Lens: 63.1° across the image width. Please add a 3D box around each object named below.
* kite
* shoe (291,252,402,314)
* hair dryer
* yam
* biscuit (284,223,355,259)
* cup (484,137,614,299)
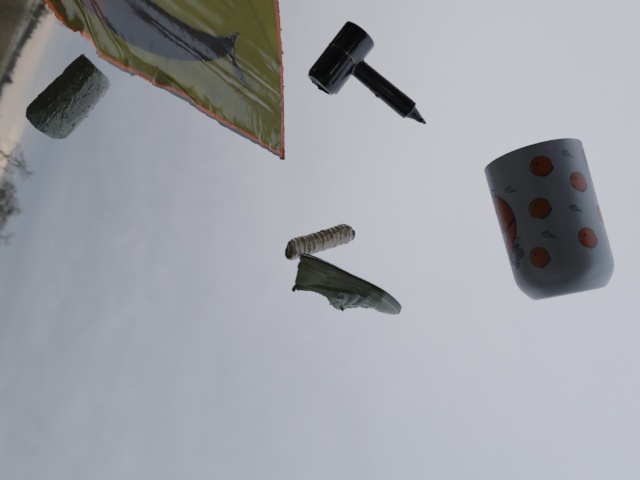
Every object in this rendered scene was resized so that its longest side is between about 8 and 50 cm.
[{"bbox_3d":[-0.100,-0.231,0.353,0.013,0.377,0.327,-14,-149,29],"label":"kite"},{"bbox_3d":[0.062,0.122,1.223,0.103,0.274,0.098,-132,-113,-84],"label":"shoe"},{"bbox_3d":[0.149,-0.423,1.463,0.189,0.352,0.107,-51,-176,4],"label":"hair dryer"},{"bbox_3d":[-0.537,-0.312,1.128,0.183,0.107,0.107,-42,-140,8],"label":"yam"},{"bbox_3d":[0.000,0.000,1.344,0.055,0.219,0.061,38,-48,36],"label":"biscuit"},{"bbox_3d":[0.508,-0.037,1.150,0.212,0.212,0.317,-22,-106,43],"label":"cup"}]
